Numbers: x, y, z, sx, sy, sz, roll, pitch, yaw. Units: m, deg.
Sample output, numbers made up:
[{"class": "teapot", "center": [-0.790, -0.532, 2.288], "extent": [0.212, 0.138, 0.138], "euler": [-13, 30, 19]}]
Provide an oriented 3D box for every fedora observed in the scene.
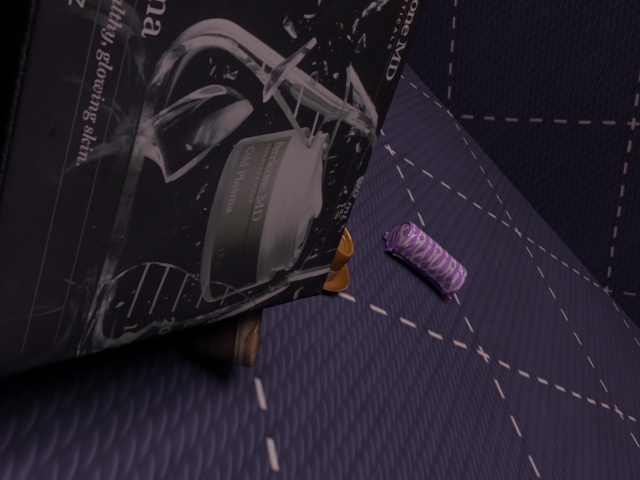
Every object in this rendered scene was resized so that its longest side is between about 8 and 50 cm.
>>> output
[{"class": "fedora", "center": [0.000, 0.000, 1.251], "extent": [0.194, 0.079, 0.194], "euler": [36, 29, -23]}]

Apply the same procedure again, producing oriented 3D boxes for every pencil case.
[{"class": "pencil case", "center": [0.240, 0.043, 1.560], "extent": [0.206, 0.086, 0.088], "euler": [36, 63, -19]}]

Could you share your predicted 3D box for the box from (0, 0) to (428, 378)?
[{"class": "box", "center": [-0.163, -0.177, 0.684], "extent": [0.297, 0.480, 0.472], "euler": [30, 22, 28]}]

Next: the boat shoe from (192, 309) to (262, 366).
[{"class": "boat shoe", "center": [-0.125, 0.057, 0.965], "extent": [0.092, 0.103, 0.285], "euler": [9, 38, -9]}]
